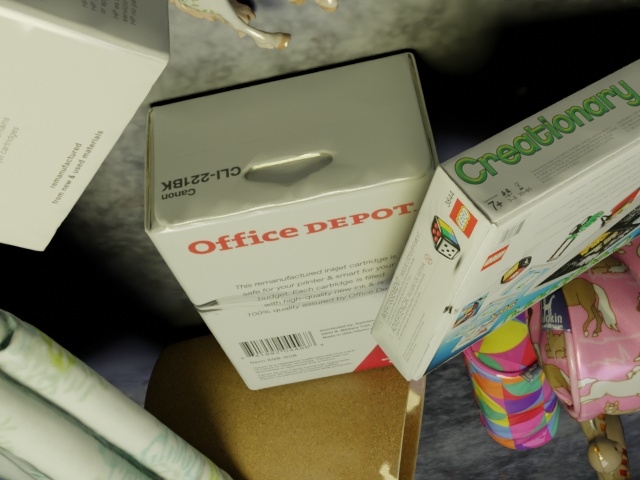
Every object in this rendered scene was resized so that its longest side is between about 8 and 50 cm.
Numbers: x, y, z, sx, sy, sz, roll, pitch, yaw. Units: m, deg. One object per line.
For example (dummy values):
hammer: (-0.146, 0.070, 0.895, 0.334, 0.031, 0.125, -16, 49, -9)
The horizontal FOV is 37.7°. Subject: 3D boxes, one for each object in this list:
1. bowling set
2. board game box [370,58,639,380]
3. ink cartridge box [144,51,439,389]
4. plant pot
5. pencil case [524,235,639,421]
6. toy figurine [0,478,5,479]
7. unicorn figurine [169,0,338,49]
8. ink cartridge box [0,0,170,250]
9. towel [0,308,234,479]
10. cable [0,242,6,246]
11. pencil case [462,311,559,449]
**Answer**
bowling set: (0.428, 0.254, 1.167, 0.200, 0.154, 0.287, -18, 146, 17)
board game box: (0.182, -0.035, 0.641, 0.305, 0.053, 0.193, -28, 155, -26)
ink cartridge box: (0.000, 0.000, 0.731, 0.197, 0.114, 0.272, -11, 148, 5)
plant pot: (-0.034, 0.175, 0.919, 0.255, 0.237, 0.237, 6, 148, 10)
pencil case: (0.371, 0.036, 0.802, 0.386, 0.160, 0.167, -13, 134, 4)
toy figurine: (-0.328, 0.303, 1.078, 0.363, 0.191, 0.217, -23, 139, 21)
unicorn figurine: (-0.042, -0.163, 0.521, 0.111, 0.060, 0.162, 24, 142, -23)
ink cartridge box: (-0.213, -0.127, 0.444, 0.233, 0.171, 0.168, 15, 141, -29)
towel: (-0.263, 0.145, 0.779, 0.321, 0.090, 0.374, 13, 154, 33)
cable: (-0.307, -0.027, 0.702, 0.185, 0.047, 0.150, -12, 156, 22)
pencil case: (0.212, 0.146, 1.015, 0.105, 0.104, 0.236, -12, 148, 7)
